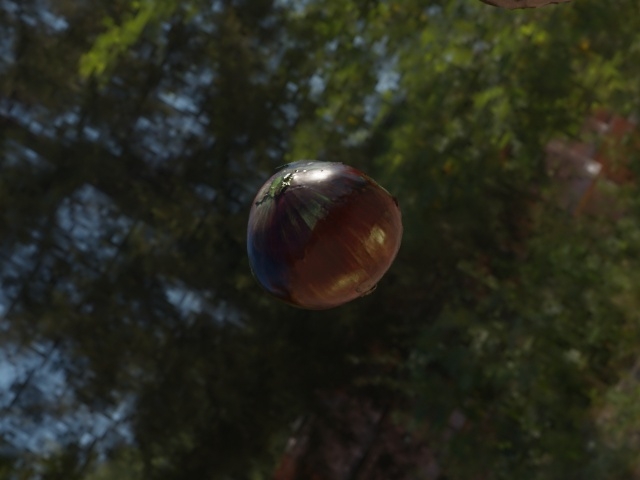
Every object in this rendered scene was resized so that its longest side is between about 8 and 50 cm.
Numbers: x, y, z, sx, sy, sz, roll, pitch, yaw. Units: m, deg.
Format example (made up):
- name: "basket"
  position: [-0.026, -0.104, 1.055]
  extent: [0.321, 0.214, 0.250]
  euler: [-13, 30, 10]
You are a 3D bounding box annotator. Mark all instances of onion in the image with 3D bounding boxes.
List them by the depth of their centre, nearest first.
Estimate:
- name: "onion"
  position: [0.000, 0.000, 1.081]
  extent: [0.118, 0.118, 0.117]
  euler: [-56, 17, -25]

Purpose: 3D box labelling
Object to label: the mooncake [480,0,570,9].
- name: "mooncake"
  position: [0.233, -0.448, 1.676]
  extent: [0.394, 0.393, 0.246]
  euler: [30, -125, -42]
